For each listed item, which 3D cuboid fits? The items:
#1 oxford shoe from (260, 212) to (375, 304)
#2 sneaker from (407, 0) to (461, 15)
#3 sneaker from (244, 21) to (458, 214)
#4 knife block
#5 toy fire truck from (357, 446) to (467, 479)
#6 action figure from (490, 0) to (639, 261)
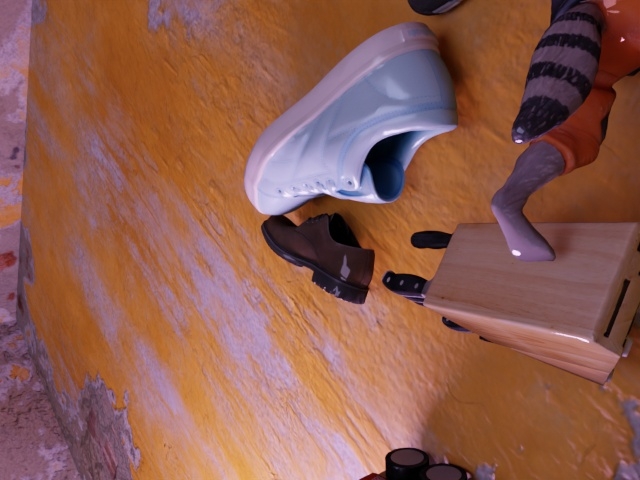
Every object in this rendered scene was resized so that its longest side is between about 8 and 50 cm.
[{"bbox_3d":[0.000,0.000,0.907,0.227,0.083,0.096,30,104,43],"label":"oxford shoe"},{"bbox_3d":[0.124,-0.314,0.618,0.228,0.132,0.086,-44,63,47],"label":"sneaker"},{"bbox_3d":[0.022,-0.095,0.798,0.366,0.135,0.150,-41,63,49],"label":"sneaker"},{"bbox_3d":[0.150,0.035,0.576,0.242,0.275,0.088,20,81,25],"label":"knife block"},{"bbox_3d":[0.082,0.332,0.721,0.217,0.246,0.158,7,104,51],"label":"toy fire truck"},{"bbox_3d":[0.220,-0.185,0.402,0.341,0.178,0.330,130,154,-61],"label":"action figure"}]
